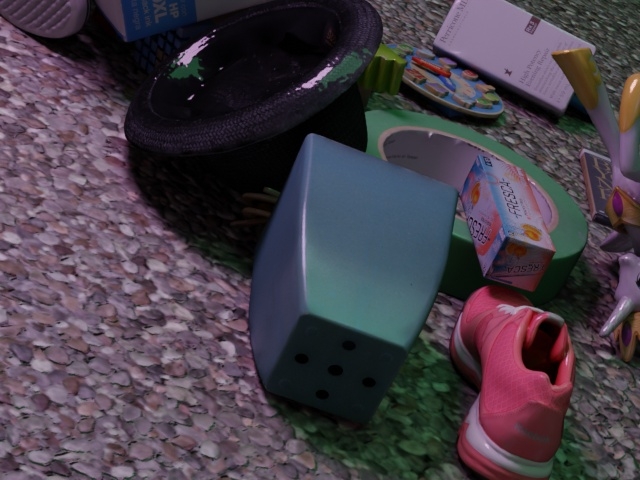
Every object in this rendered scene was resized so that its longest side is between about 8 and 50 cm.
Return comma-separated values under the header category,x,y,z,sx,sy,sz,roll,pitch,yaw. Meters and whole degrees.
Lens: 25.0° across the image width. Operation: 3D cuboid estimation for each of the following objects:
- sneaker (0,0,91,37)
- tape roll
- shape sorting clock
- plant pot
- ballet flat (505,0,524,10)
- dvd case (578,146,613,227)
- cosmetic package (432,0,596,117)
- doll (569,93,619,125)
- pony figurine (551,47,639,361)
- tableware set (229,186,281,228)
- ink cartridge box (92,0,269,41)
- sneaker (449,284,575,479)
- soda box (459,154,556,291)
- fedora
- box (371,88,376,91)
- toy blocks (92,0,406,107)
category,x,y,z,sx,sy,sz,roll,pitch,yaw
sneaker,-0.385,-0.367,1.822,0.321,0.126,0.127,35,34,22
tape roll,0.165,-0.044,1.751,0.321,0.077,0.321,19,27,-10
shape sorting clock,0.183,-0.242,2.155,0.206,0.040,0.206,19,28,-11
plant pot,0.025,0.048,1.386,0.166,0.165,0.234,20,35,-9
ballet flat,0.299,-0.395,2.513,0.070,0.070,0.188,-2,36,-41
dvd case,0.457,-0.056,2.071,0.165,0.018,0.221,21,27,-6
cosmetic package,0.300,-0.296,2.242,0.231,0.117,0.085,27,0,6
doll,0.413,-0.236,2.324,0.129,0.046,0.189,3,39,-52
pony figurine,0.427,-0.061,1.731,0.351,0.363,0.303,-12,6,-42
tableware set,0.000,0.000,1.548,0.194,0.039,0.128,22,-10,-15
ink cartridge box,-0.116,-0.422,1.791,0.395,0.166,0.285,-19,39,-17
sneaker,0.210,0.115,1.438,0.116,0.136,0.314,21,27,-9
soda box,0.204,-0.021,1.596,0.063,0.058,0.183,17,29,-15
fedora,-0.054,-0.139,1.597,0.334,0.334,0.152,-93,158,-60
box,-0.019,-0.276,2.071,0.164,0.021,0.201,-5,39,-44
toy blocks,-0.115,-0.262,1.840,0.261,0.190,0.381,-15,45,-35
